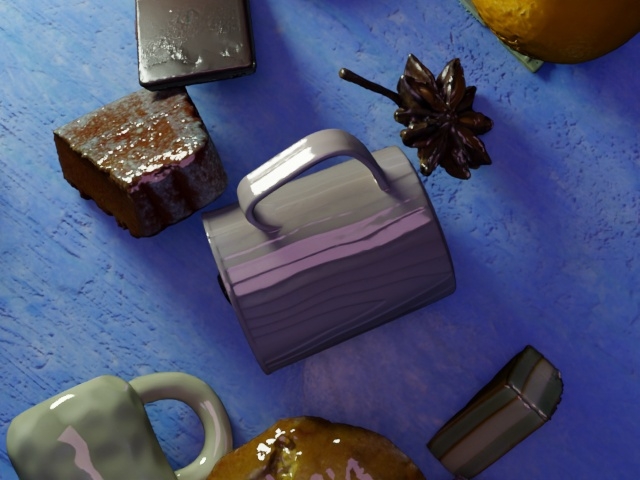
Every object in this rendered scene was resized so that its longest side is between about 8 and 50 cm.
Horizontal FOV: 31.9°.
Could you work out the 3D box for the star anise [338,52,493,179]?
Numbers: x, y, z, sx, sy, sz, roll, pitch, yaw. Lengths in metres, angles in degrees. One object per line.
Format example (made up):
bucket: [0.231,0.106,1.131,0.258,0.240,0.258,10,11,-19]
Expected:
star anise: [0.133,-0.177,1.424,0.234,0.073,0.177,49,49,-20]

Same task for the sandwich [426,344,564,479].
sandwich: [0.229,0.226,1.448,0.079,0.113,0.163,45,123,5]

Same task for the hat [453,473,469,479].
hat: [0.192,0.409,1.403,0.140,0.129,0.227,17,104,-12]

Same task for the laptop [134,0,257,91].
laptop: [-0.167,-0.286,1.468,0.154,0.026,0.207,-10,57,3]

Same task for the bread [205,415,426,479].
bread: [-0.003,0.359,1.362,0.312,0.172,0.312,0,87,9]

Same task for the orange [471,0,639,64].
orange: [0.306,-0.340,1.379,0.246,0.246,0.246,0,85,3]

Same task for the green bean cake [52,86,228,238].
green bean cake: [-0.227,-0.096,1.407,0.199,0.232,0.097,-29,128,-6]

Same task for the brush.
brush: [0.228,-0.291,1.490,0.178,0.030,0.033,45,73,-4]

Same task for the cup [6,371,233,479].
cup: [-0.243,0.266,1.390,0.255,0.173,0.202,-26,86,1]

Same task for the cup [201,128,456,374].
cup: [-0.003,-0.006,1.368,0.273,0.208,0.288,-21,112,-1]
